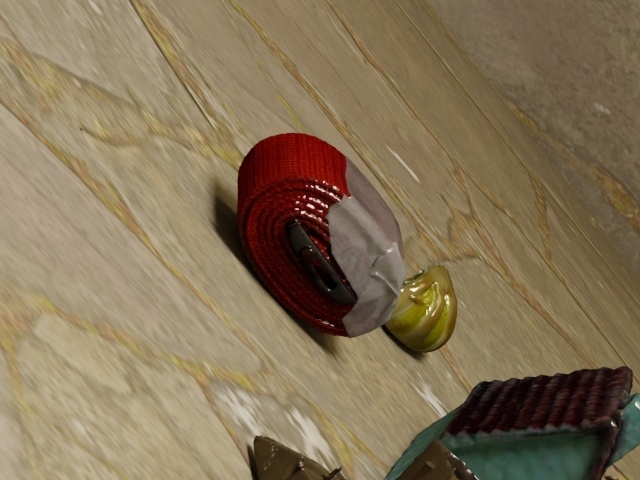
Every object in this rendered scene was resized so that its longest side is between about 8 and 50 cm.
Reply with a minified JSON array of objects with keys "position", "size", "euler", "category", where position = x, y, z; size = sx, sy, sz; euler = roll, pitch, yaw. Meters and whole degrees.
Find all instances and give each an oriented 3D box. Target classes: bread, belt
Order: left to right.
[{"position":[0.000,0.000,1.728],"size":[0.201,0.128,0.124],"euler":[49,17,-24],"category":"belt"},{"position":[0.113,0.081,2.004],"size":[0.157,0.083,0.094],"euler":[28,43,-61],"category":"bread"}]

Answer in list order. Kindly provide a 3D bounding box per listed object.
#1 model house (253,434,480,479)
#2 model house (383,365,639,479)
[{"position":[0.028,0.214,1.366],"size":[0.248,0.176,0.181],"euler":[45,4,38],"category":"model house"},{"position":[0.234,0.229,1.720],"size":[0.230,0.248,0.280],"euler":[56,16,0],"category":"model house"}]
